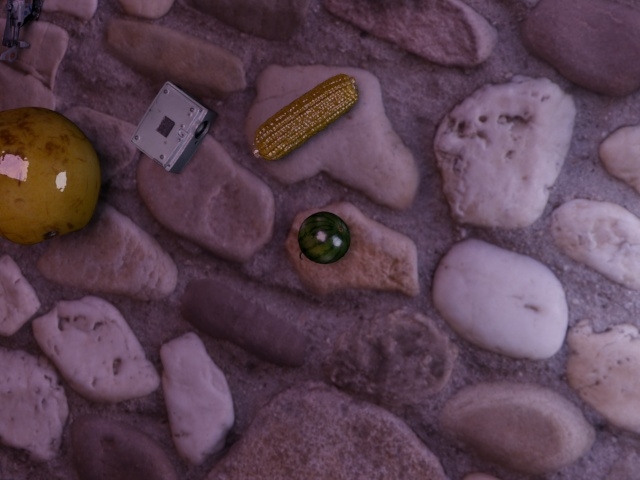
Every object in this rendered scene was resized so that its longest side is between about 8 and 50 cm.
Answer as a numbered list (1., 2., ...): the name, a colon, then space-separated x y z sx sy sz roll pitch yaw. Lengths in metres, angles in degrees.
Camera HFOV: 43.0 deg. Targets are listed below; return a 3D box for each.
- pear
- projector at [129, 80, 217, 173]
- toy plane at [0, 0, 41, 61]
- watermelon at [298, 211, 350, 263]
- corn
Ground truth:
1. pear: -0.567 -0.126 1.586 0.281 0.281 0.280 0 89 16
2. projector: -0.294 -0.224 1.611 0.115 0.061 0.147 37 100 12
3. toy plane: -0.637 -0.473 1.707 0.054 0.078 0.197 21 110 13
4. watermelon: 0.004 -0.005 1.505 0.109 0.109 0.108 0 89 16
5. corn: -0.030 -0.231 1.525 0.238 0.080 0.080 -34 80 10
